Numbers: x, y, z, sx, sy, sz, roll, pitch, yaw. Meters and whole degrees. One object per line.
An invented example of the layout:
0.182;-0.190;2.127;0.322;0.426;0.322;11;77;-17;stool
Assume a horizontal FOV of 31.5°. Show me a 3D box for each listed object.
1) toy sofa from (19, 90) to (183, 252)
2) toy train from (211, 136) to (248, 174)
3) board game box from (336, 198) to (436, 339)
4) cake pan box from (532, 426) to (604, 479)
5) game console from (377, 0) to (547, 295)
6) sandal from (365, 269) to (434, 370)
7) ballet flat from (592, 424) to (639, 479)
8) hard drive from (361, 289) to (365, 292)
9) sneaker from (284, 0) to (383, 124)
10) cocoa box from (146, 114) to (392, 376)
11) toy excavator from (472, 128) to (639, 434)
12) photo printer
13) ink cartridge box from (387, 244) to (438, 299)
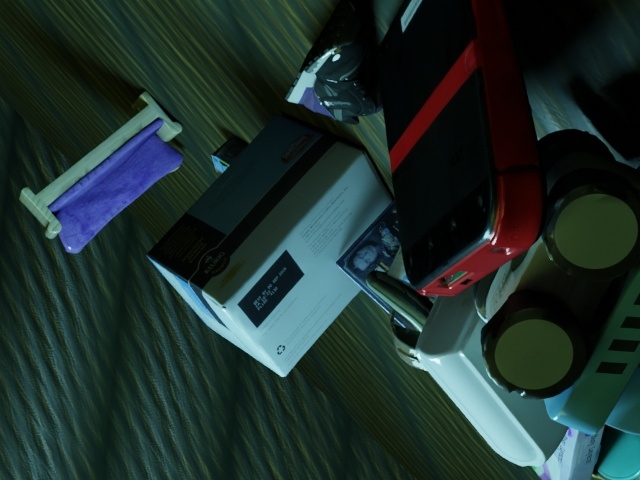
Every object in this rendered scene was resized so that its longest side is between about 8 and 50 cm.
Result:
-0.461;-0.143;2.463;0.177;0.362;0.150;50;163;-7;toy sofa
-0.131;-0.124;2.245;0.184;0.080;0.105;33;157;29;toy train
0.168;0.059;1.838;0.243;0.165;0.042;42;-175;-3;board game box
0.377;0.288;1.946;0.245;0.070;0.266;50;158;34;cake pan box
0.143;-0.128;1.248;0.386;0.060;0.341;127;138;-74;game console
0.170;0.170;1.770;0.302;0.086;0.120;50;-168;-4;sandal
0.519;0.372;1.989;0.123;0.123;0.348;44;164;-10;ballet flat
0.000;0.000;2.307;0.255;0.054;0.172;31;161;35;hard drive
0.045;-0.230;1.521;0.124;0.107;0.283;28;170;-6;sneaker
-0.069;0.004;1.923;0.228;0.347;0.231;28;161;42;cocoa box
0.379;0.148;1.260;0.445;0.432;0.222;22;-161;-3;toy excavator
0.289;0.167;1.687;0.107;0.256;0.307;-6;133;44;photo printer
0.187;0.014;1.743;0.090;0.143;0.092;30;173;-31;ink cartridge box
